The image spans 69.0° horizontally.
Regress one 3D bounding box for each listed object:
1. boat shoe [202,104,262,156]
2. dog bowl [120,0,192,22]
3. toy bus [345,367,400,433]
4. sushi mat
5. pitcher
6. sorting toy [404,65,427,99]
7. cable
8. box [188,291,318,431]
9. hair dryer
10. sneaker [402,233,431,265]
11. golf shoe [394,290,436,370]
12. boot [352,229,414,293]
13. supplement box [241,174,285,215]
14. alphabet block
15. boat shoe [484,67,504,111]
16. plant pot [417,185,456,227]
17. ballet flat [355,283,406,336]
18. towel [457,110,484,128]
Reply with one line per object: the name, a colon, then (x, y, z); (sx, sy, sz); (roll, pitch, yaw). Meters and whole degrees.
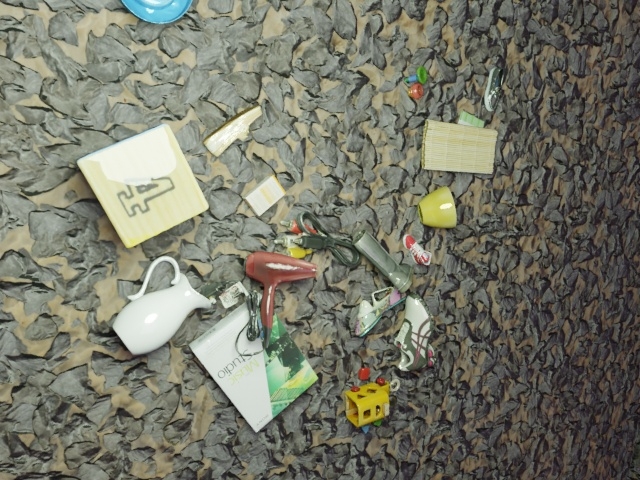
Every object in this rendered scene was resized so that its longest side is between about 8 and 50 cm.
boat shoe: (-0.210, -0.272, 1.158); (0.170, 0.063, 0.059); (-37, 117, -7)
dog bowl: (-0.405, -0.602, 0.985); (0.166, 0.074, 0.297); (-45, 117, -14)
toy bus: (0.176, 0.515, 1.476); (0.191, 0.104, 0.202); (41, 80, -28)
sushi mat: (0.452, -0.298, 1.501); (0.316, 0.019, 0.152); (-2, 99, -30)
pitcher: (-0.396, 0.154, 1.111); (0.207, 0.125, 0.178); (-37, 91, -26)
sorting toy: (0.284, -0.474, 1.399); (0.061, 0.042, 0.102); (25, 75, -44)
cable: (0.000, 0.000, 1.334); (0.287, 0.072, 0.140); (11, 82, -41)
box: (-0.175, 0.338, 1.285); (0.232, 0.058, 0.322); (-37, 114, -17)
hair dryer: (-0.136, 0.137, 1.210); (0.293, 0.080, 0.224); (-35, 88, -3)
sneaker: (0.311, 0.031, 1.482); (0.042, 0.067, 0.119); (-42, 115, -16)
golf shoe: (0.301, 0.303, 1.509); (0.120, 0.105, 0.273); (-16, 106, -17)
boot: (0.187, 0.052, 1.407); (0.208, 0.190, 0.076); (39, 102, -1)
supplement box: (-0.149, -0.119, 1.228); (0.098, 0.036, 0.062); (-42, 115, -16)
alphabet block: (-0.389, -0.124, 1.014); (0.193, 0.192, 0.197); (-30, 112, -19)
boat shoe: (0.580, -0.503, 1.545); (0.049, 0.040, 0.142); (0, 99, -28)
plant pot: (0.361, -0.096, 1.465); (0.095, 0.134, 0.135); (-12, 106, 3)
ballet flat: (0.173, 0.203, 1.445); (0.221, 0.077, 0.079); (-36, 95, -23)
towel: (0.484, -0.337, 1.539); (0.113, 0.023, 0.152); (15, 90, -31)
